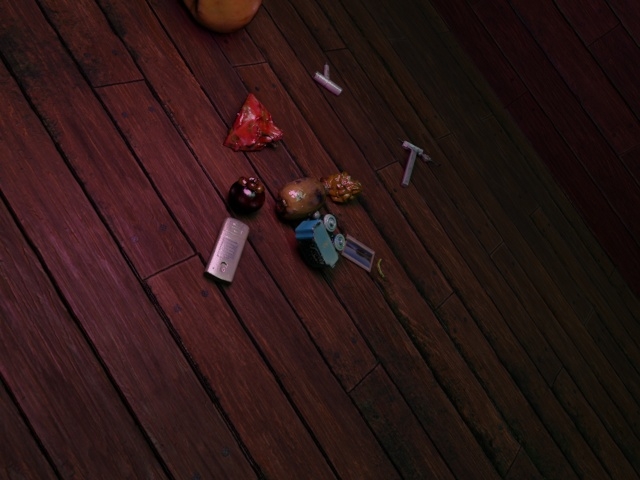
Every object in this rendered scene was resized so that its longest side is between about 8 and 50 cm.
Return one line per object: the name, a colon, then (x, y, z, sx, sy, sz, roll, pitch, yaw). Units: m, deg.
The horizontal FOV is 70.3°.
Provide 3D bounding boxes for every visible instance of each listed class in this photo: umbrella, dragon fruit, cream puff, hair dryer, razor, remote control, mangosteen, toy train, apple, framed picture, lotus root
umbrella: (0.510, -0.453, 2.373, 0.269, 0.044, 0.044, 29, 78, -8)
dragon fruit: (-0.236, -0.452, 1.772, 0.211, 0.134, 0.262, 28, 53, -24)
cream puff: (0.100, -0.227, 1.901, 0.146, 0.116, 0.146, 16, 61, -31)
hair dryer: (0.045, -0.808, 2.225, 0.155, 0.044, 0.183, 31, 49, -21)
razor: (0.444, -0.379, 2.255, 0.111, 0.056, 0.277, 25, 55, -10)
remote control: (-0.310, 0.032, 1.522, 0.098, 0.038, 0.233, 27, 54, -21)
mangosteen: (-0.252, -0.169, 1.604, 0.140, 0.140, 0.140, 16, 58, -28)
toy train: (0.000, 0.000, 1.679, 0.163, 0.112, 0.203, -49, 122, -41)
apple: (-0.412, -1.017, 1.838, 0.338, 0.338, 0.305, 47, 68, -5)
framed picture: (0.154, 0.053, 1.856, 0.149, 0.011, 0.109, 32, 51, -18)
lotus root: (-0.052, -0.167, 1.737, 0.278, 0.154, 0.154, -29, 84, -42)

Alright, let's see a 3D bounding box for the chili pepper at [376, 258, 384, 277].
chili pepper: (0.248, 0.116, 1.885, 0.030, 0.017, 0.083, -1, 70, -36)
